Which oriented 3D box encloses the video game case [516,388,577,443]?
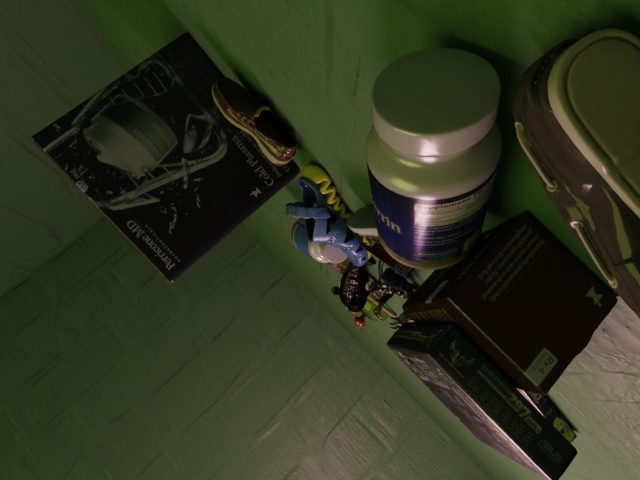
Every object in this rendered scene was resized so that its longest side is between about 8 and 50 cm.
[{"bbox_3d":[0.489,0.390,1.028,0.210,0.042,0.232,51,167,-8],"label":"video game case"}]

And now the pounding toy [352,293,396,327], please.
[{"bbox_3d":[0.167,0.266,1.556,0.183,0.110,0.237,47,168,2],"label":"pounding toy"}]

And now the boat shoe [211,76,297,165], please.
[{"bbox_3d":[-0.150,-0.302,0.970,0.257,0.095,0.095,43,154,-9],"label":"boat shoe"}]

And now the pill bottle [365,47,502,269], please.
[{"bbox_3d":[0.137,-0.084,0.505,0.153,0.153,0.264,40,165,30],"label":"pill bottle"}]

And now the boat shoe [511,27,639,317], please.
[{"bbox_3d":[0.284,-0.022,0.352,0.335,0.112,0.095,55,-176,-7],"label":"boat shoe"}]

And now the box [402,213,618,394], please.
[{"bbox_3d":[0.260,0.096,0.602,0.167,0.168,0.203,45,167,6],"label":"box"}]

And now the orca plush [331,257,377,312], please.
[{"bbox_3d":[0.126,0.165,1.292,0.287,0.151,0.102,110,159,-47],"label":"orca plush"}]

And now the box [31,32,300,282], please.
[{"bbox_3d":[-0.407,-0.216,1.168,0.480,0.472,0.297,49,167,-11],"label":"box"}]

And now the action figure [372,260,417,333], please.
[{"bbox_3d":[0.216,0.178,1.072,0.275,0.141,0.164,48,180,-9],"label":"action figure"}]

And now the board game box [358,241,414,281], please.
[{"bbox_3d":[0.174,0.039,1.007,0.169,0.033,0.133,36,-171,7],"label":"board game box"}]

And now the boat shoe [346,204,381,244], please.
[{"bbox_3d":[0.143,-0.021,0.868,0.228,0.080,0.076,11,141,57],"label":"boat shoe"}]

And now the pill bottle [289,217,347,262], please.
[{"bbox_3d":[0.000,0.000,1.270,0.124,0.124,0.221,54,167,-28],"label":"pill bottle"}]

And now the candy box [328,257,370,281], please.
[{"bbox_3d":[0.082,0.079,1.405,0.187,0.053,0.109,36,163,37],"label":"candy box"}]

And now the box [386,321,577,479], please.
[{"bbox_3d":[0.221,0.223,0.600,0.233,0.059,0.183,45,168,2],"label":"box"}]

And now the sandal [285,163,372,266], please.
[{"bbox_3d":[0.016,-0.041,1.074,0.317,0.138,0.126,51,165,-22],"label":"sandal"}]
